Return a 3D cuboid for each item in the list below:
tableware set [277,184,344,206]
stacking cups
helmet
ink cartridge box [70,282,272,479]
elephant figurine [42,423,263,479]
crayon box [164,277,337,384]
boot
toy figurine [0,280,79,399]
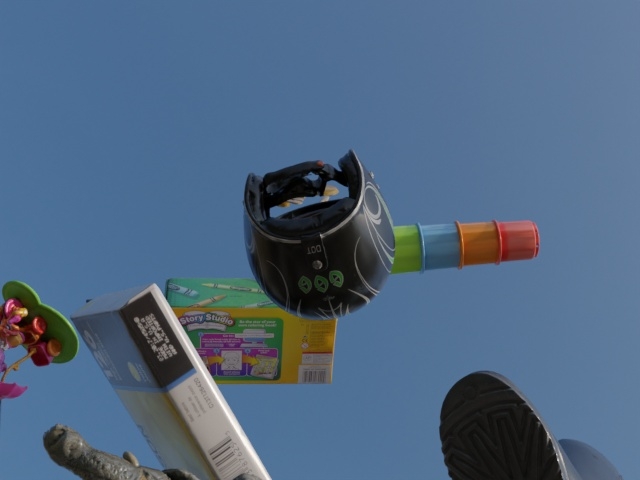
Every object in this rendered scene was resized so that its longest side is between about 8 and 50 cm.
[{"bbox_3d":[0.009,-0.053,1.281,0.154,0.104,0.024,5,-70,8],"label":"tableware set"},{"bbox_3d":[0.187,0.006,1.476,0.316,0.096,0.096,-6,-70,0],"label":"stacking cups"},{"bbox_3d":[0.000,0.000,0.953,0.169,0.169,0.162,3,-38,18],"label":"helmet"},{"bbox_3d":[-0.209,0.208,1.200,0.307,0.072,0.304,-16,-73,59],"label":"ink cartridge box"},{"bbox_3d":[-0.177,0.309,1.022,0.239,0.169,0.186,9,-92,18],"label":"elephant figurine"},{"bbox_3d":[-0.114,0.150,1.524,0.278,0.081,0.165,1,-57,-6],"label":"crayon box"},{"bbox_3d":[0.351,0.344,1.364,0.146,0.445,0.367,-32,-104,21],"label":"boot"},{"bbox_3d":[-0.495,0.177,1.486,0.130,0.159,0.173,-11,-62,28],"label":"toy figurine"}]
